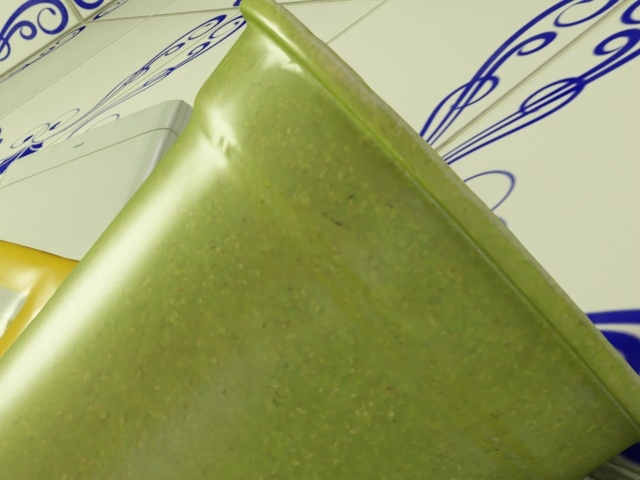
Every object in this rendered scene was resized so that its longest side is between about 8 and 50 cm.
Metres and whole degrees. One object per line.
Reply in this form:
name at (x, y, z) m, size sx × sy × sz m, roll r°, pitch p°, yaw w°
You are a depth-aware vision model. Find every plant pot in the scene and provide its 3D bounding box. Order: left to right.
plant pot at (-0.027, 0.074, 0.546) m, size 0.254 × 0.276 × 0.276 m, roll -44°, pitch 22°, yaw 2°

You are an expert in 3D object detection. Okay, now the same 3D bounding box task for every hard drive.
hard drive at (-0.228, 0.060, 0.931) m, size 0.233 × 0.047 × 0.353 m, roll -15°, pitch 47°, yaw 37°

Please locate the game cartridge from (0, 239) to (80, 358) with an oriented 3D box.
game cartridge at (-0.309, 0.119, 0.872) m, size 0.324 × 0.053 × 0.285 m, roll 11°, pitch 64°, yaw 49°
